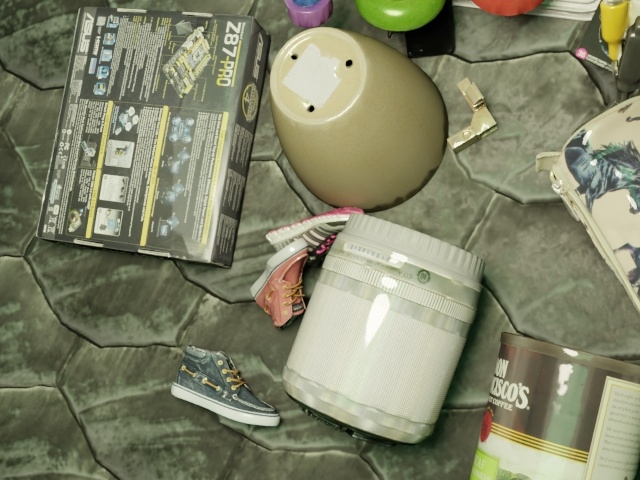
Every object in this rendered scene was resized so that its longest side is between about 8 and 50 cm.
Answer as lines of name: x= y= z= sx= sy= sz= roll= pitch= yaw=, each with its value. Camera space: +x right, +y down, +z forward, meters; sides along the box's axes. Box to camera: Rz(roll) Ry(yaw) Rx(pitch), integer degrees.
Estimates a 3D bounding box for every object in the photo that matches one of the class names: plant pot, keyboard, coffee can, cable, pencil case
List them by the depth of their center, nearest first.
pencil case: x=0.430 y=0.032 z=1.015 sx=0.183 sy=0.160 sz=0.411 roll=-26 pitch=67 yaw=8
coffee can: x=0.300 y=0.274 z=1.067 sx=0.201 sy=0.201 sz=0.276 roll=13 pitch=86 yaw=17
cable: x=0.415 y=-0.209 z=1.107 sx=0.139 sy=0.287 sz=0.072 roll=11 pitch=45 yaw=9
plant pot: x=0.032 y=-0.186 z=1.173 sx=0.256 sy=0.274 sz=0.257 roll=-2 pitch=82 yaw=16
keyboard: x=0.144 y=-0.365 z=1.239 sx=0.100 sy=0.192 sz=0.038 roll=-2 pitch=38 yaw=12

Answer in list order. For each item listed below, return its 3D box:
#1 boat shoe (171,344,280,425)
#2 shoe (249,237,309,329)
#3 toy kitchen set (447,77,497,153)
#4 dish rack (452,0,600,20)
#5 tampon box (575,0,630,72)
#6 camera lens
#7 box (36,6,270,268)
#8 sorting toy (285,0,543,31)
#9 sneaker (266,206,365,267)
boat shoe: x=-0.139 y=0.219 z=1.273 sx=0.183 sy=0.065 sz=0.083 roll=16 pitch=88 yaw=19
shoe: x=-0.044 y=0.067 z=1.229 sx=0.063 sy=0.178 sz=0.081 roll=-27 pitch=76 yaw=-33
toy kitchen set: x=0.206 y=-0.188 z=1.229 sx=0.075 sy=0.068 sz=0.083 roll=-31 pitch=75 yaw=10
dish rack: x=0.278 y=-0.467 z=1.186 sx=0.332 sy=0.072 sz=0.286 roll=12 pitch=112 yaw=16
tampon box: x=0.442 y=-0.306 z=1.122 sx=0.120 sy=0.101 sz=0.161 roll=31 pitch=129 yaw=19
camera lens: x=0.085 y=0.124 z=1.140 sx=0.219 sy=0.219 sz=0.274 roll=20 pitch=88 yaw=18
box: x=-0.270 y=-0.171 z=1.352 sx=0.318 sy=0.097 sz=0.395 roll=7 pitch=84 yaw=19
sorting toy: x=0.128 y=-0.365 z=1.101 sx=0.365 sy=0.126 sz=0.127 roll=-7 pitch=65 yaw=4
sneaker: x=0.000 y=0.000 z=1.259 sx=0.170 sy=0.063 sz=0.075 roll=-17 pitch=93 yaw=30
